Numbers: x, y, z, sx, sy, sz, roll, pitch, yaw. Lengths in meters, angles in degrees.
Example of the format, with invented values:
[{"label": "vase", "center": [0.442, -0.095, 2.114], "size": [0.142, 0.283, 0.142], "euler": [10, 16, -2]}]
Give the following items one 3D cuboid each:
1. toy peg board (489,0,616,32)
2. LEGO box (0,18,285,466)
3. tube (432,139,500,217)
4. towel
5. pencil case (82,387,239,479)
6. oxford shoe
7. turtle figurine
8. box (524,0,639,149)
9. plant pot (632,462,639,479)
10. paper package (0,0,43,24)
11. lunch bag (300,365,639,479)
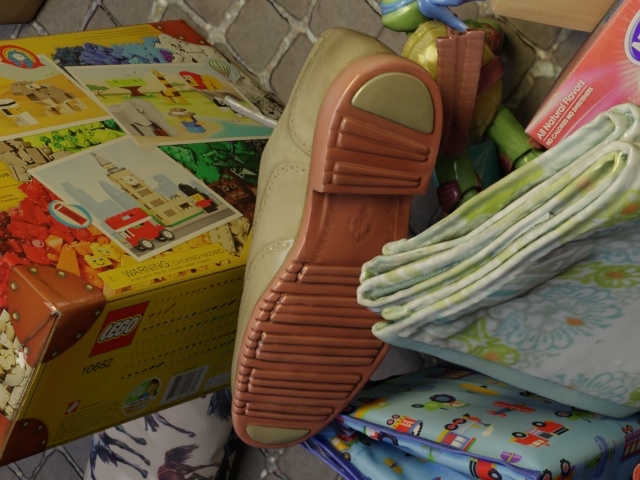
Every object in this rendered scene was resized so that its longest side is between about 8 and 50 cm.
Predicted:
[{"label": "toy peg board", "center": [0.245, -0.273, 1.639], "size": [0.079, 0.161, 0.160], "euler": [-104, 30, -44]}, {"label": "LEGO box", "center": [-0.221, -0.023, 1.827], "size": [0.372, 0.500, 0.193], "euler": [42, 123, 24]}, {"label": "tube", "center": [0.162, 0.011, 1.822], "size": [0.080, 0.052, 0.207], "euler": [-17, 82, 30]}, {"label": "towel", "center": [0.260, 0.031, 1.547], "size": [0.320, 0.374, 0.090], "euler": [-32, 53, 40]}, {"label": "pencil case", "center": [-0.188, 0.230, 2.071], "size": [0.183, 0.160, 0.410], "euler": [24, 114, 17]}, {"label": "oxford shoe", "center": [0.000, 0.000, 1.671], "size": [0.146, 0.140, 0.397], "euler": [50, 125, 54]}, {"label": "turtle figurine", "center": [0.113, -0.113, 1.756], "size": [0.275, 0.198, 0.266], "euler": [-26, 98, 42]}, {"label": "box", "center": [0.325, -0.179, 1.557], "size": [0.154, 0.142, 0.300], "euler": [37, 122, 0]}, {"label": "plant pot", "center": [0.451, 0.276, 1.518], "size": [0.267, 0.236, 0.267], "euler": [-9, 94, 40]}, {"label": "paper package", "center": [-0.395, -0.447, 2.094], "size": [0.309, 0.168, 0.325], "euler": [53, 127, 19]}, {"label": "lunch bag", "center": [0.132, 0.191, 1.765], "size": [0.293, 0.221, 0.138], "euler": [26, 114, 33]}]
